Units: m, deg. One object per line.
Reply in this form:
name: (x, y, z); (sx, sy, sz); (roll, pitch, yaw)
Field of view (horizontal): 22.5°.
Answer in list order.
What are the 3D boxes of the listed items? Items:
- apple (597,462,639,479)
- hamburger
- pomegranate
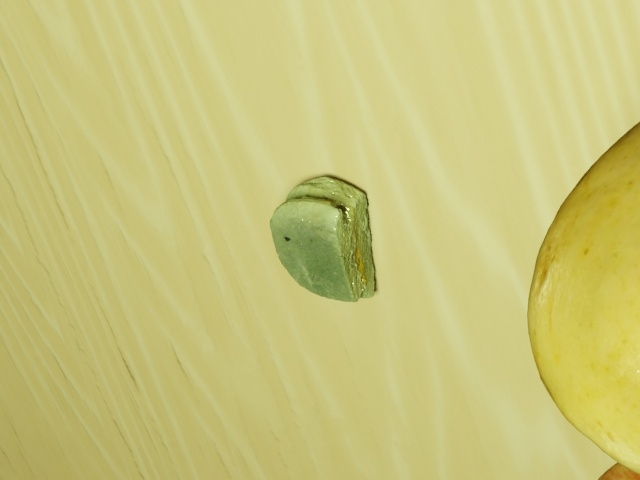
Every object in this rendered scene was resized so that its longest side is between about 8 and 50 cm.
apple: (0.275, 0.229, 1.258); (0.131, 0.146, 0.146); (54, 146, 30)
hamburger: (-0.002, 0.002, 1.348); (0.084, 0.054, 0.121); (12, 137, 28)
pomegranate: (0.273, 0.026, 0.982); (0.307, 0.307, 0.307); (21, 134, 23)
